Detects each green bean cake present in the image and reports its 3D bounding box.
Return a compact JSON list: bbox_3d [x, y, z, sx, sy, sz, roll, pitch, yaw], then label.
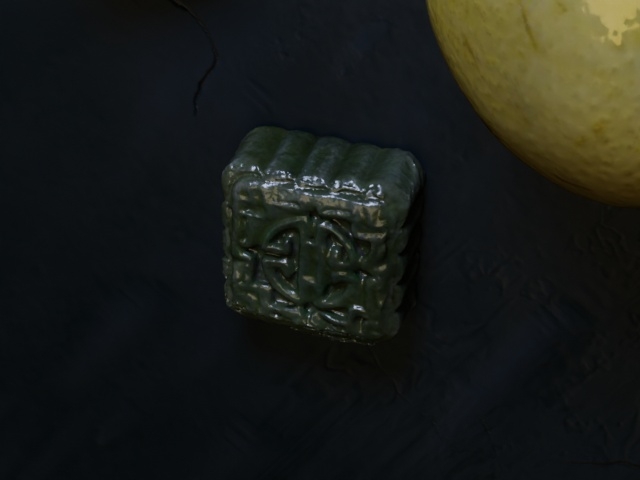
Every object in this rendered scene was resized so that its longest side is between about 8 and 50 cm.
[{"bbox_3d":[0.000,0.000,1.632,0.183,0.094,0.185,11,124,12],"label":"green bean cake"}]

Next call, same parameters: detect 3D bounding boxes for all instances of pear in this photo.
[{"bbox_3d":[0.246,-0.200,1.303,0.348,0.348,0.348,8,118,15],"label":"pear"}]
